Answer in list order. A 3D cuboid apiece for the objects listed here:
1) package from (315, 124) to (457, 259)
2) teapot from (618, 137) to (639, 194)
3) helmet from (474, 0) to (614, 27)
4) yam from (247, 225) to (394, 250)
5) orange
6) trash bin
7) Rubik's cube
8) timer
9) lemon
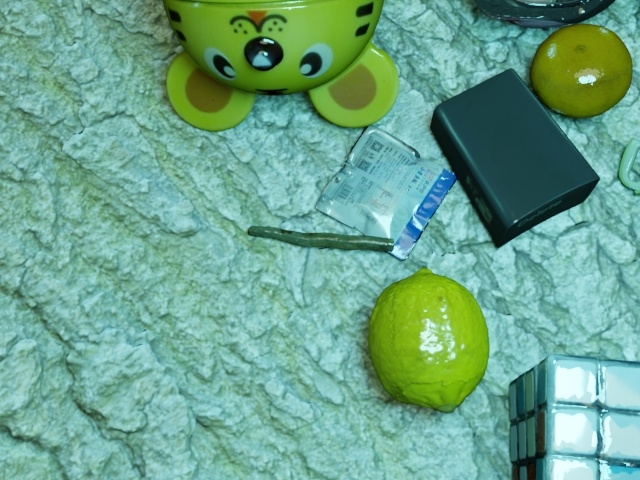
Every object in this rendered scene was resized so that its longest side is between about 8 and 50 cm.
[{"bbox_3d":[0.105,-0.079,1.374,0.173,0.027,0.171,33,76,6],"label":"package"},{"bbox_3d":[0.538,-0.101,1.347,0.092,0.124,0.091,26,93,-33],"label":"teapot"},{"bbox_3d":[0.372,-0.434,1.399,0.253,0.154,0.198,-13,82,16],"label":"helmet"},{"bbox_3d":[0.000,-0.001,1.352,0.234,0.029,0.027,6,82,9],"label":"yam"},{"bbox_3d":[0.412,-0.265,1.364,0.156,0.124,0.156,-6,61,11],"label":"orange"},{"bbox_3d":[0.292,-0.133,1.338,0.165,0.115,0.225,-28,74,-6],"label":"trash bin"},{"bbox_3d":[0.397,0.299,1.145,0.259,0.253,0.256,3,74,1],"label":"Rubik's cube"},{"bbox_3d":[-0.066,-0.347,1.315,0.376,0.376,0.387,-1,115,2],"label":"timer"},{"bbox_3d":[0.154,0.143,1.237,0.180,0.180,0.193,-22,97,-4],"label":"lemon"}]
